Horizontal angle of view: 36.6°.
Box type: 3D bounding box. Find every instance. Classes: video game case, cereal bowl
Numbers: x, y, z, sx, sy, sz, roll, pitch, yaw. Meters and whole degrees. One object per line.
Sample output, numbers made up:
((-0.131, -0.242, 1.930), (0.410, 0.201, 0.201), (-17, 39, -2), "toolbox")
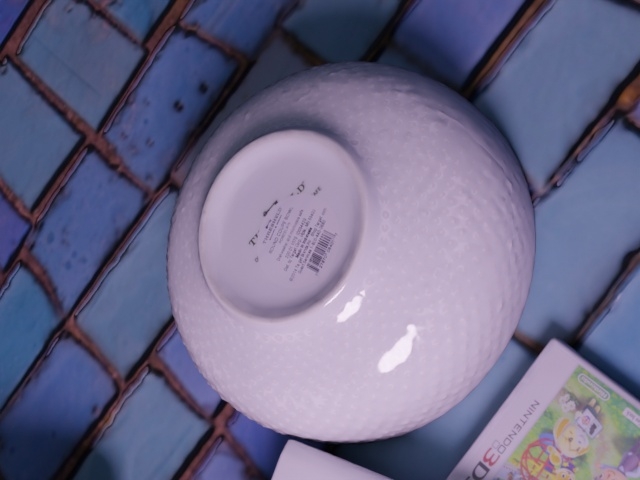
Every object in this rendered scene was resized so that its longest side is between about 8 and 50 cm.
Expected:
((0.201, 0.212, 0.723), (0.212, 0.023, 0.193), (39, 99, 30), "video game case")
((0.000, 0.000, 0.818), (0.338, 0.141, 0.339), (-8, 74, 28), "cereal bowl")

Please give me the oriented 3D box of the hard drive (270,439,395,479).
((0.086, 0.317, 0.708), (0.353, 0.047, 0.233), (16, 79, 31), "hard drive")
